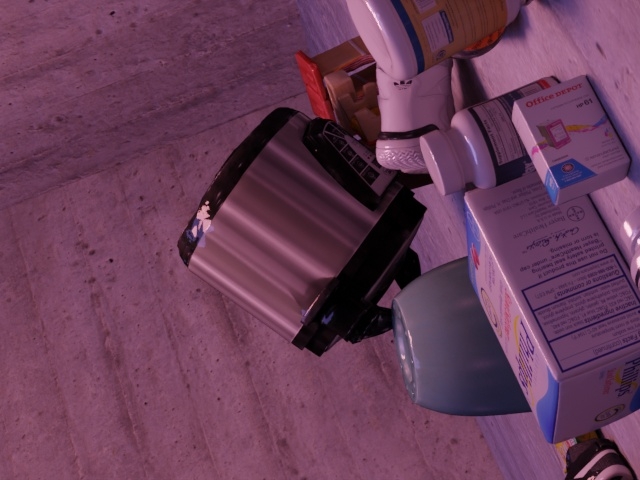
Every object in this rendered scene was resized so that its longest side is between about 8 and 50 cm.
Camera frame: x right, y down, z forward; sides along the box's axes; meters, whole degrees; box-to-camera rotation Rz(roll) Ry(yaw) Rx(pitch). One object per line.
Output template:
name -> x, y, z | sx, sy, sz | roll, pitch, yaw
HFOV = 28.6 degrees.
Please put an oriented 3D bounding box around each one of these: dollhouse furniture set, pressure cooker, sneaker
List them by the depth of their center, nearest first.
sneaker -> 0.415, 0.413, 2.051 | 0.079, 0.217, 0.121 | 31, -157, -25
sneaker -> 0.184, -0.220, 2.099 | 0.366, 0.137, 0.210 | -1, -89, -72
pressure cooker -> -0.003, 0.004, 2.301 | 0.420, 0.370, 0.375 | 36, 158, 3
dollhouse furniture set -> 0.112, -0.285, 2.441 | 0.374, 0.201, 0.152 | 53, 165, 56

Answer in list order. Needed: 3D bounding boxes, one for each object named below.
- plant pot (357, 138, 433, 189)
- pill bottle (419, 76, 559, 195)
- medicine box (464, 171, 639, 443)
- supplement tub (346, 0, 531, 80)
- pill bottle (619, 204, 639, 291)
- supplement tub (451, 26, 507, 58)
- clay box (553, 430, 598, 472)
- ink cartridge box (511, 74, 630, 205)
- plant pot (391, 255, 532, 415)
plant pot -> 0.167, -0.168, 2.462 | 0.167, 0.165, 0.167 | 159, 90, -87
pill bottle -> 0.221, -0.124, 1.563 | 0.108, 0.180, 0.108 | 159, 90, -88
medicine box -> 0.316, 0.085, 1.677 | 0.263, 0.149, 0.289 | 73, 175, -62
supplement tub -> 0.142, -0.290, 1.460 | 0.144, 0.200, 0.144 | 60, 175, 9
pill bottle -> 0.352, 0.040, 1.184 | 0.094, 0.094, 0.169 | 72, 176, -53
supplement tub -> 0.181, -0.299, 1.667 | 0.190, 0.117, 0.117 | -128, 17, -80
clay box -> 0.434, 0.320, 2.190 | 0.222, 0.053, 0.127 | 78, 172, -69
ink cartridge box -> 0.281, -0.115, 1.419 | 0.052, 0.089, 0.122 | 74, 174, -66
plant pot -> 0.251, 0.165, 2.112 | 0.293, 0.235, 0.292 | 169, 90, -84
